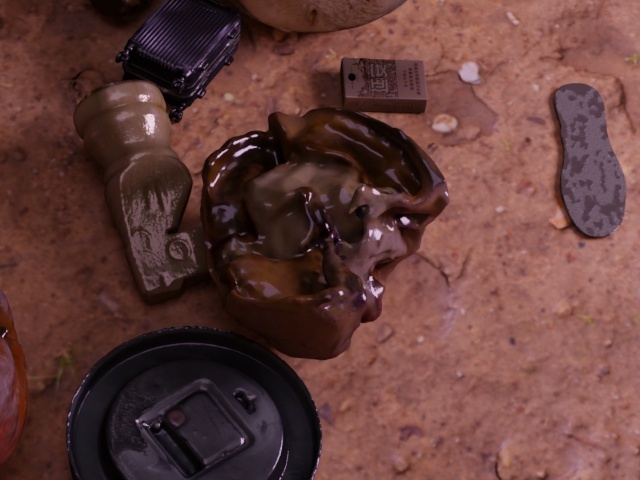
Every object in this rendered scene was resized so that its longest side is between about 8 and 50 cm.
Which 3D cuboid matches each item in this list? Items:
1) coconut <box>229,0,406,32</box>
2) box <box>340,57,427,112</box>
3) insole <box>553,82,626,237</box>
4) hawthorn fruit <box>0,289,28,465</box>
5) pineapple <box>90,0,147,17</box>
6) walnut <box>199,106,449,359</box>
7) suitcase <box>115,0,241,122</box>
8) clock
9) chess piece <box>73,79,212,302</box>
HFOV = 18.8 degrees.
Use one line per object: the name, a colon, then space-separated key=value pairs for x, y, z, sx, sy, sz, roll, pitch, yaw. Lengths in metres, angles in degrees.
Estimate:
coconut: x=-0.003 y=-0.346 z=1.914 sx=0.237 sy=0.237 sz=0.266 roll=8 pitch=57 yaw=-2
box: x=0.062 y=-0.153 z=1.905 sx=0.083 sy=0.024 sz=0.053 roll=2 pitch=53 yaw=-8
insole: x=0.261 y=-0.080 z=1.888 sx=0.065 sy=0.006 sz=0.193 roll=1 pitch=53 yaw=-7
hawthorn fruit: x=-0.348 y=0.109 z=1.521 sx=0.231 sy=0.235 sz=0.263 roll=37 pitch=63 yaw=8
pineapple: x=-0.167 y=-0.286 z=1.945 sx=0.074 sy=0.074 sz=0.159 roll=35 pitch=55 yaw=18
walnut: x=-0.012 y=-0.001 z=1.711 sx=0.204 sy=0.141 sz=0.238 roll=24 pitch=55 yaw=22
suitcase: x=-0.137 y=-0.185 z=1.882 sx=0.086 sy=0.059 sz=0.126 roll=27 pitch=52 yaw=12
clock: x=-0.107 y=0.171 z=1.626 sx=0.215 sy=0.042 sz=0.215 roll=4 pitch=53 yaw=-5
chess piece: x=-0.156 y=-0.041 z=1.765 sx=0.090 sy=0.090 sz=0.200 roll=-14 pitch=68 yaw=-18
